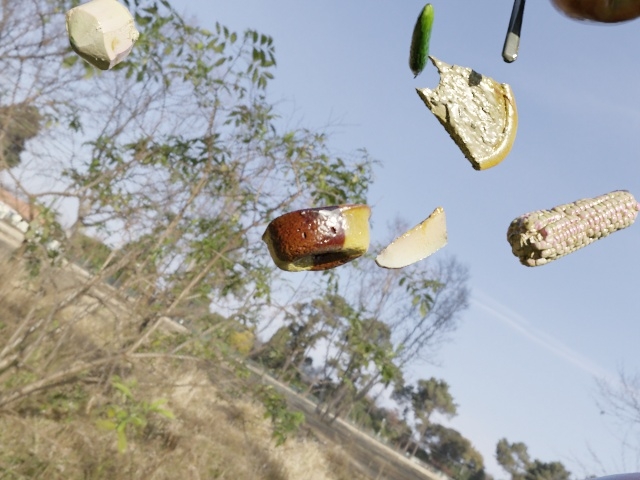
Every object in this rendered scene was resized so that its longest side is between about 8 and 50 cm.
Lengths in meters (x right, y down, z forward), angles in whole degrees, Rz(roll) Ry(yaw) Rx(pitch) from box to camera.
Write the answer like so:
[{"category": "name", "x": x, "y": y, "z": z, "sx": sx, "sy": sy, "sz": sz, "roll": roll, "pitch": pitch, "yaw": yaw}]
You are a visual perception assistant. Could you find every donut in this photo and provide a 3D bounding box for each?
[{"category": "donut", "x": 0.000, "y": 0.000, "z": 0.853, "sx": 0.184, "sy": 0.073, "sz": 0.166, "roll": 0, "pitch": -21, "yaw": -35}]

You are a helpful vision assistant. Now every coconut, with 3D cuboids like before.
[{"category": "coconut", "x": -0.417, "y": -0.388, "z": 0.984, "sx": 0.116, "sy": 0.122, "sz": 0.116, "roll": 21, "pitch": -40, "yaw": 18}]

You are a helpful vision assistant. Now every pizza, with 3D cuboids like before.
[{"category": "pizza", "x": 0.305, "y": -0.276, "z": 1.063, "sx": 0.262, "sy": 0.181, "sz": 0.034, "roll": 42, "pitch": -11, "yaw": -12}]

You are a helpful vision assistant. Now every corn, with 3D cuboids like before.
[{"category": "corn", "x": 0.596, "y": -0.035, "z": 1.234, "sx": 0.126, "sy": 0.335, "sz": 0.126, "roll": 163, "pitch": -90, "yaw": -75}]

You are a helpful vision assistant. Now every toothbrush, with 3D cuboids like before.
[{"category": "toothbrush", "x": 0.397, "y": -0.478, "z": 1.035, "sx": 0.030, "sy": 0.297, "sz": 0.030, "roll": 9, "pitch": -16, "yaw": 23}]

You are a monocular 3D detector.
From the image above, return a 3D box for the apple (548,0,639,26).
[{"category": "apple", "x": 0.543, "y": -0.511, "z": 0.952, "sx": 0.254, "sy": 0.253, "sz": 0.253, "roll": 28, "pitch": -21, "yaw": 11}]

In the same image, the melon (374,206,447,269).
[{"category": "melon", "x": 0.189, "y": 0.010, "z": 1.098, "sx": 0.054, "sy": 0.182, "sz": 0.098, "roll": 48, "pitch": -13, "yaw": 32}]

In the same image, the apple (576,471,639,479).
[{"category": "apple", "x": 0.271, "y": 0.284, "z": 0.396, "sx": 0.234, "sy": 0.234, "sz": 0.234, "roll": 28, "pitch": -21, "yaw": 11}]

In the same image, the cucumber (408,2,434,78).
[{"category": "cucumber", "x": 0.263, "y": -0.513, "z": 1.383, "sx": 0.056, "sy": 0.056, "sz": 0.250, "roll": 26, "pitch": -23, "yaw": 16}]
